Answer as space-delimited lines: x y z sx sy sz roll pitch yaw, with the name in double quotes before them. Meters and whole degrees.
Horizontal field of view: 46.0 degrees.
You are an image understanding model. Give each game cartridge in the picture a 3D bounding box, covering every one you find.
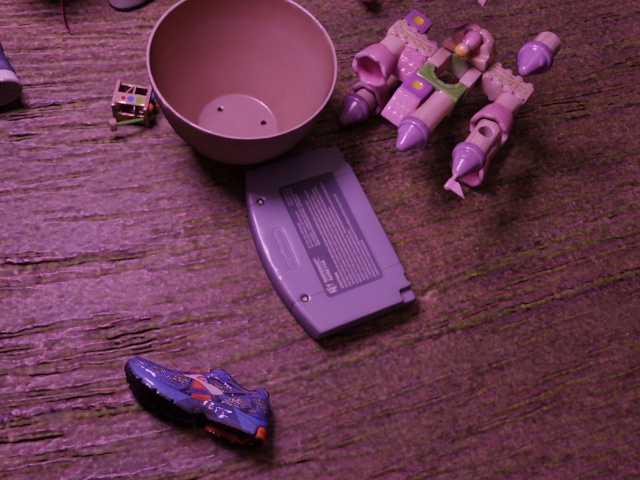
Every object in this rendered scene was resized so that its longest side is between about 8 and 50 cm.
"game cartridge" 0.000 0.000 1.195 0.198 0.062 0.297 -20 70 -13

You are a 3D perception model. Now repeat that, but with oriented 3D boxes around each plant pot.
"plant pot" -0.127 -0.232 1.206 0.284 0.191 0.284 3 65 -7

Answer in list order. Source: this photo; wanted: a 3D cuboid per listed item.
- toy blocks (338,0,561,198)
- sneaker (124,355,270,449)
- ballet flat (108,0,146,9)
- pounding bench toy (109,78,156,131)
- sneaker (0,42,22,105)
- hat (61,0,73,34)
"toy blocks" 0.179 -0.237 1.191 0.288 0.309 0.260 37 58 9
"sneaker" -0.170 0.215 1.058 0.221 0.083 0.087 25 50 -3
"ballet flat" -0.299 -0.497 1.371 0.213 0.068 0.072 -39 79 -23
"pounding bench toy" -0.309 -0.213 1.244 0.065 0.052 0.083 9 64 -6
"sneaker" -0.612 -0.269 1.200 0.226 0.086 0.163 -22 71 -19
"hat" -0.439 -0.514 1.270 0.208 0.183 0.173 -44 67 0
